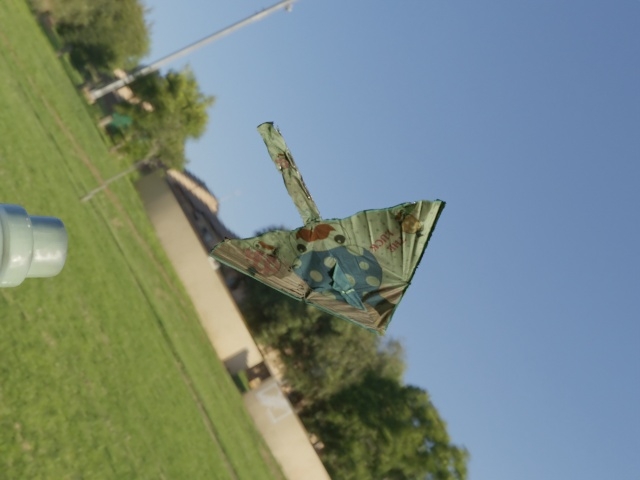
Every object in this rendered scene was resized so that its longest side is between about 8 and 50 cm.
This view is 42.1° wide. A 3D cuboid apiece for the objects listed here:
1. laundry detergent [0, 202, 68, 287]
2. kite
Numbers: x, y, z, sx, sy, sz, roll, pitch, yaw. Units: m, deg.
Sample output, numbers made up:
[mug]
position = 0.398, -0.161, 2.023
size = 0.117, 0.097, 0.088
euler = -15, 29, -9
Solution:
[laundry detergent]
position = -0.414, 0.003, 0.729
size = 0.264, 0.398, 0.124
euler = 6, -88, 48
[kite]
position = 0.000, 0.000, 0.952
size = 0.335, 0.011, 0.314
euler = -11, -57, 33
